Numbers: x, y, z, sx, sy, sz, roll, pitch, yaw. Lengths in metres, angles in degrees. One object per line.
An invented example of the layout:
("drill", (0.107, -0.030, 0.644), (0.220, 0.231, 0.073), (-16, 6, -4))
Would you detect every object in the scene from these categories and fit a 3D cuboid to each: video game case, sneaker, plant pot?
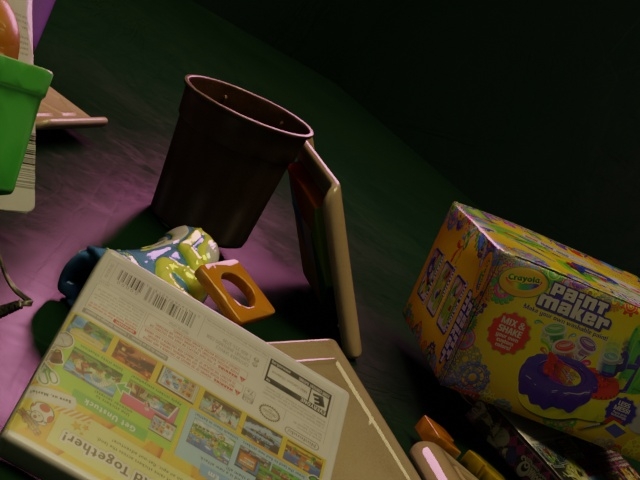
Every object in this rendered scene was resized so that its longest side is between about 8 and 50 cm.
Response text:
("video game case", (-0.092, 0.128, 0.814), (0.227, 0.026, 0.206), (33, 35, -11))
("video game case", (0.304, 0.271, 1.390), (0.210, 0.042, 0.232), (48, 21, 27))
("sneaker", (-0.163, 0.026, 1.027), (0.126, 0.091, 0.240), (31, 14, -17))
("plant pot", (-0.116, -0.089, 1.369), (0.166, 0.165, 0.167), (23, 15, -6))

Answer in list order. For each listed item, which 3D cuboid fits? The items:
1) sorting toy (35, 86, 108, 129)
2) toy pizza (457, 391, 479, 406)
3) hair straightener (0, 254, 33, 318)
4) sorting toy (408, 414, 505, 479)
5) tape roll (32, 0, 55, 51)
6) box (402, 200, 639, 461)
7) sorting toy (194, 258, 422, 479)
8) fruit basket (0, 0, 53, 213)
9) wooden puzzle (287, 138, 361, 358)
("sorting toy", (-0.380, -0.183, 1.375), (0.208, 0.038, 0.193), (32, 12, 7))
("toy pizza", (0.232, 0.202, 1.542), (0.201, 0.032, 0.201), (36, 17, -12))
("hair straightener", (-0.298, -0.006, 0.790), (0.230, 0.089, 0.047), (26, -24, -34))
("sorting toy", (0.181, 0.283, 1.106), (0.229, 0.041, 0.307), (37, 5, -15))
("tape roll", (-0.434, -0.307, 1.275), (0.274, 0.090, 0.275), (22, -6, 2))
("box", (0.286, 0.106, 1.426), (0.289, 0.177, 0.279), (22, 10, -9))
("sorting toy", (-0.005, 0.164, 0.954), (0.196, 0.047, 0.348), (9, 43, -55))
("fruit basket", (-0.349, -0.209, 0.902), (0.327, 0.165, 0.353), (9, 72, -62))
("wooden puzzle", (0.000, 0.000, 1.395), (0.044, 0.221, 0.239), (-11, 25, -5))
